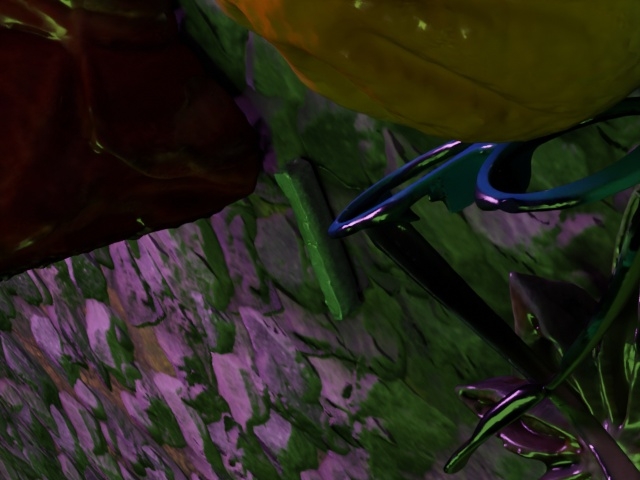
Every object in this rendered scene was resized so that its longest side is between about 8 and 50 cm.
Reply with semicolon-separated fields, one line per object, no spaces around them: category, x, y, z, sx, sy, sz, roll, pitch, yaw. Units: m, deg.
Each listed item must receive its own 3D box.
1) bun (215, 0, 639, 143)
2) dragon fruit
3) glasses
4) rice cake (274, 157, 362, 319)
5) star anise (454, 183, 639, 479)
bun;0.016;-0.166;0.604;0.299;0.165;0.299;37;148;28
dragon fruit;-0.234;-0.125;0.969;0.228;0.286;0.329;0;104;54
glasses;0.088;0.033;0.687;0.239;0.102;0.207;-13;76;60
rice cake;0.000;0.000;0.984;0.021;0.022;0.121;19;138;50
star anise;0.161;0.092;0.753;0.230;0.081;0.262;18;107;50
